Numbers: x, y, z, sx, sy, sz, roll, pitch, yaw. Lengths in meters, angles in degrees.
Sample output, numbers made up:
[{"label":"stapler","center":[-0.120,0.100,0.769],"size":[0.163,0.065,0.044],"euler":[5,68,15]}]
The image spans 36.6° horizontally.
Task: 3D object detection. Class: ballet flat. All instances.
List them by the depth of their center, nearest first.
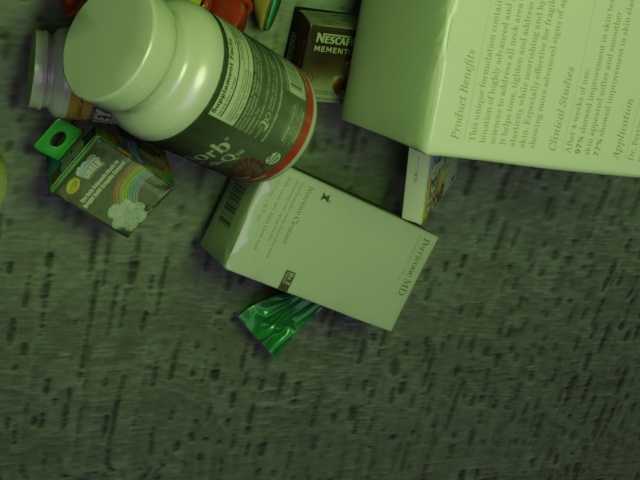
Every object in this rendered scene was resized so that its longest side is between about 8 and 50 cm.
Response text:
[{"label":"ballet flat","center":[-0.077,-0.457,1.568],"size":[0.073,0.080,0.232],"euler":[24,112,0]}]

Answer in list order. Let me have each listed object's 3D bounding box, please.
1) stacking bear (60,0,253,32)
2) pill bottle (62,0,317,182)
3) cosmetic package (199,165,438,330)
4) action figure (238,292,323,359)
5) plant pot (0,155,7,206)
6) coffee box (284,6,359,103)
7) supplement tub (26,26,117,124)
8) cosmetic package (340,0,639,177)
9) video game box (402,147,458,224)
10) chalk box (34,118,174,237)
[{"label":"stacking bear","center":[-0.236,-0.383,1.498],"size":[0.289,0.164,0.175],"euler":[21,117,-41]},{"label":"pill bottle","center":[-0.184,-0.226,1.422],"size":[0.210,0.210,0.363],"euler":[-49,146,14]},{"label":"cosmetic package","center":[0.000,0.000,1.802],"size":[0.385,0.156,0.217],"euler":[21,97,-28]},{"label":"action figure","center":[-0.040,0.119,1.949],"size":[0.232,0.063,0.137],"euler":[-38,125,-1]},{"label":"plant pot","center":[-0.640,-0.109,1.502],"size":[0.274,0.256,0.256],"euler":[14,117,-44]},{"label":"coffee box","center":[0.069,-0.314,1.682],"size":[0.247,0.098,0.141],"euler":[3,121,-21]},{"label":"supplement tub","center":[-0.357,-0.260,1.540],"size":[0.200,0.144,0.144],"euler":[4,120,-21]},{"label":"cosmetic package","center":[0.290,-0.296,1.484],"size":[0.394,0.327,0.329],"euler":[5,103,-21]},{"label":"video game box","center":[0.211,-0.162,1.786],"size":[0.048,0.187,0.205],"euler":[16,127,19]},{"label":"chalk box","center":[-0.374,-0.130,1.629],"size":[0.213,0.132,0.132],"euler":[36,106,-33]}]
